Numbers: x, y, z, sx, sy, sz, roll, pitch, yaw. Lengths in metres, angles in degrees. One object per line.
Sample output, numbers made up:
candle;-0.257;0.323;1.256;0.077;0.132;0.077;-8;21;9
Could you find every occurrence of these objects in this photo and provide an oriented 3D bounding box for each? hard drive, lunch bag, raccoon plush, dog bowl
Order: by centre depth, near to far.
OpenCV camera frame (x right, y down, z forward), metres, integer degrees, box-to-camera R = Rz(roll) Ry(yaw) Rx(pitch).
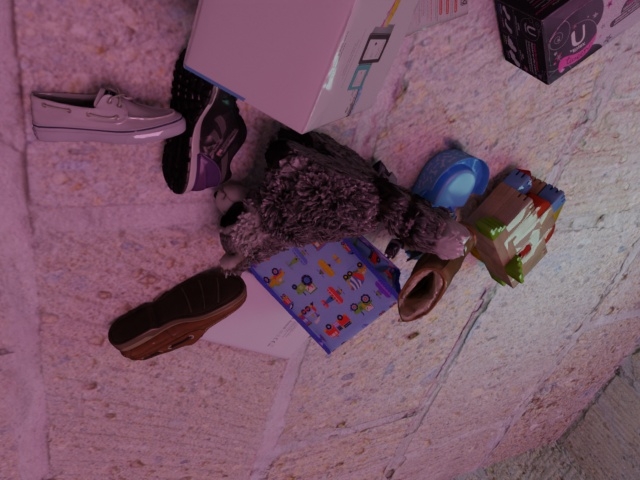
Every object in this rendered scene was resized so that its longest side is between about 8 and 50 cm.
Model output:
raccoon plush;0.000;0.000;1.008;0.216;0.446;0.299;-20;142;-59
lunch bag;0.000;0.066;1.200;0.221;0.138;0.293;-41;106;21
dog bowl;0.286;-0.088;1.326;0.166;0.074;0.297;1;128;-32
hard drive;-0.135;0.183;1.336;0.318;0.040;0.210;26;112;-44

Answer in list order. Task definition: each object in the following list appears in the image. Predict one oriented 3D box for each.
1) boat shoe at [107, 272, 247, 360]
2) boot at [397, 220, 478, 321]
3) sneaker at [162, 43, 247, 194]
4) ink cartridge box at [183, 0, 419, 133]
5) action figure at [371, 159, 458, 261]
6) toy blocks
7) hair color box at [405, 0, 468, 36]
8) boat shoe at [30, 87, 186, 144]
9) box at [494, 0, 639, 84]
boat shoe;-0.292;0.166;1.183;0.307;0.111;0.104;-21;137;2
boot;0.211;0.087;1.108;0.269;0.089;0.236;-39;158;-54
sneaker;-0.180;-0.213;0.928;0.124;0.107;0.283;-14;139;-43
ink cartridge box;-0.014;-0.300;0.774;0.270;0.198;0.197;-40;158;-59
action figure;0.190;-0.041;1.222;0.285;0.099;0.185;39;113;-21
toy blocks;0.539;-0.049;1.463;0.261;0.191;0.381;-47;140;-2
hair color box;0.197;-0.426;0.987;0.141;0.043;0.072;-23;136;-11
boat shoe;-0.322;-0.193;0.832;0.226;0.083;0.076;-6;122;-12
box;0.493;-0.455;1.070;0.247;0.142;0.163;-35;137;1
